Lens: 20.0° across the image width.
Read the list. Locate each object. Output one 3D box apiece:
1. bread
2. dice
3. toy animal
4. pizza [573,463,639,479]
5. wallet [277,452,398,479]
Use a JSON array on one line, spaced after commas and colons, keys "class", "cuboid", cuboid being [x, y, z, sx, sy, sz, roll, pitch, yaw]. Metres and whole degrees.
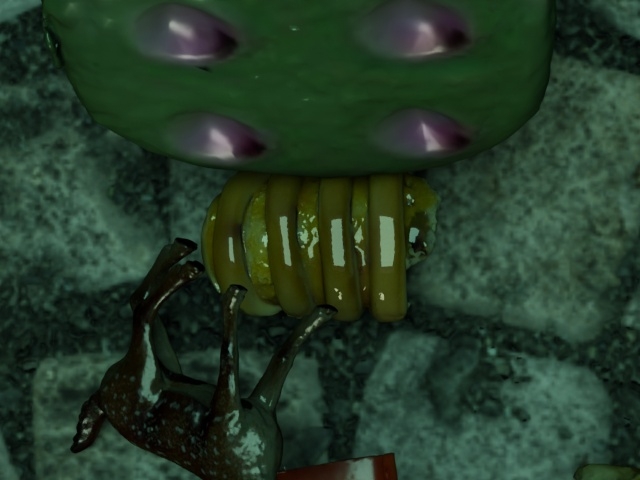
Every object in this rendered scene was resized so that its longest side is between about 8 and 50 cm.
[{"class": "bread", "cuboid": [0.000, 0.000, 1.302, 0.177, 0.084, 0.119, -2, 80, 8]}, {"class": "dice", "cuboid": [-0.007, -0.243, 1.191, 0.322, 0.330, 0.318, -1, 67, 6]}, {"class": "toy animal", "cuboid": [-0.072, 0.150, 1.251, 0.243, 0.087, 0.260, 28, 107, 46]}, {"class": "pizza", "cuboid": [0.304, 0.286, 1.234, 0.268, 0.087, 0.258, 2, 77, 3]}, {"class": "wallet", "cuboid": [0.000, 0.259, 1.274, 0.142, 0.045, 0.204, -11, 81, 14]}]
